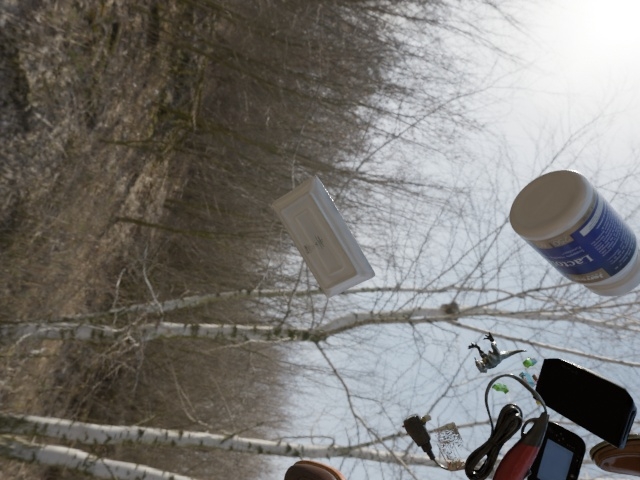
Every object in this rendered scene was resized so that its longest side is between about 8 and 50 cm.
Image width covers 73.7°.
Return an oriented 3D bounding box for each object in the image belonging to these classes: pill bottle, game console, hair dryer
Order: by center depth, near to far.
[{"bbox_3d":[0.247,0.361,0.601,0.223,0.080,0.293,-33,-118,27],"label":"hair dryer"},{"bbox_3d":[0.511,-0.006,0.837,0.153,0.265,0.153,-44,-155,27],"label":"pill bottle"},{"bbox_3d":[0.612,0.487,1.048,0.213,0.044,0.361,24,-75,58],"label":"game console"}]

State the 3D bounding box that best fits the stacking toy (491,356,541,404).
[{"bbox_3d":[0.693,0.458,1.374,0.052,0.221,0.167,-95,-153,-51],"label":"stacking toy"}]

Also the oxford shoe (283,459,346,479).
[{"bbox_3d":[-0.005,0.397,0.613,0.271,0.098,0.097,0,-105,63],"label":"oxford shoe"}]

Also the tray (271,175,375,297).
[{"bbox_3d":[0.000,0.000,0.992,0.145,0.270,0.030,-29,-176,28],"label":"tray"}]

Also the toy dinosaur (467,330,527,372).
[{"bbox_3d":[0.602,0.393,1.510,0.118,0.268,0.064,49,-44,39],"label":"toy dinosaur"}]

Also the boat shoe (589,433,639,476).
[{"bbox_3d":[0.900,0.592,1.139,0.104,0.307,0.110,-80,156,-58],"label":"boat shoe"}]
